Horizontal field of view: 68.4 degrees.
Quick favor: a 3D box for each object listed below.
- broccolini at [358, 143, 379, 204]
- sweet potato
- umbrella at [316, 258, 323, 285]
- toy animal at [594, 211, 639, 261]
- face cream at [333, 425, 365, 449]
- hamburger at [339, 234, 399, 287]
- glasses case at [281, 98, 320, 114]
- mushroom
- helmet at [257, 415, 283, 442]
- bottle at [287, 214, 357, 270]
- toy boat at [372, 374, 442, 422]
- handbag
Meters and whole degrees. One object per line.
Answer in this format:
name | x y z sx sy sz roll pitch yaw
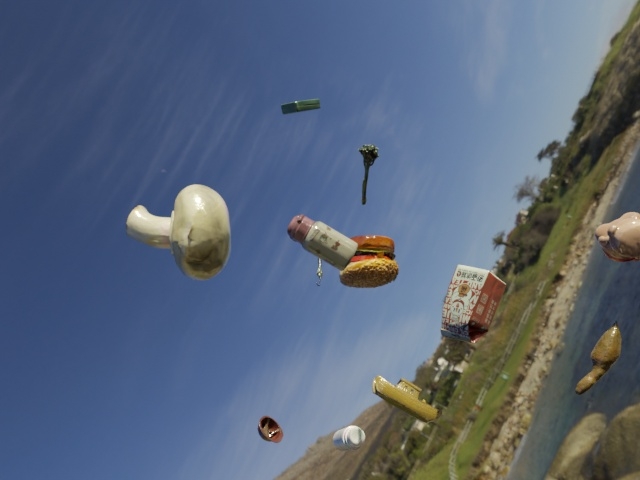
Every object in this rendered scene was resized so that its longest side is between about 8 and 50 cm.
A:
broccolini | 0.170 -0.248 1.749 0.058 0.071 0.255 -49 -25 -38
sweet potato | 0.912 0.390 1.527 0.270 0.074 0.074 -60 -25 -1
umbrella | -0.001 0.141 2.591 0.044 0.044 0.269 31 -135 -29
toy animal | 1.009 -0.008 1.546 0.172 0.171 0.197 -67 -19 3
face cream | 0.132 0.900 2.141 0.102 0.101 0.346 -53 -7 -25
hamburger | 0.249 0.119 2.503 0.330 0.329 0.251 35 -128 -65
glasses case | -0.075 -0.526 1.851 0.184 0.077 0.040 -33 -63 -55
mushroom | -0.423 -0.039 1.578 0.315 0.355 0.316 -32 -43 -36
helmet | -0.200 0.725 1.777 0.057 0.111 0.089 -50 -13 24
bottle | 0.000 0.000 1.557 0.110 0.233 0.110 -60 3 6
toy boat | 0.376 0.678 2.047 0.122 0.320 0.089 -57 -10 -35
handbag | 0.596 0.263 1.889 0.151 0.171 0.298 30 -100 -33
